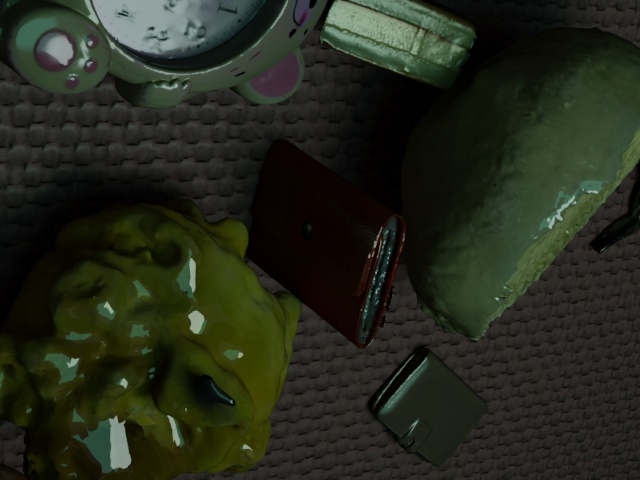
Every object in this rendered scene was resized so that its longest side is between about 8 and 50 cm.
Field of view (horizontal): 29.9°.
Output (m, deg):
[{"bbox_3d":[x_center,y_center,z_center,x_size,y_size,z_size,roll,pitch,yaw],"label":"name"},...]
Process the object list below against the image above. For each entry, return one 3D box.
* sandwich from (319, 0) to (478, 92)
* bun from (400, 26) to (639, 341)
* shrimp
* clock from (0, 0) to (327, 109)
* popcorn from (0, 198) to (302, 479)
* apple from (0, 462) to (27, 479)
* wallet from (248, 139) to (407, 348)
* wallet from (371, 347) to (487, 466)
[{"bbox_3d":[0.057,-0.218,1.194,0.163,0.113,0.079,14,107,-30],"label":"sandwich"},{"bbox_3d":[0.200,-0.078,1.268,0.364,0.202,0.364,-49,169,-13],"label":"bun"},{"bbox_3d":[0.368,-0.075,1.513,0.262,0.051,0.198,8,110,-40],"label":"shrimp"},{"bbox_3d":[-0.120,-0.252,1.041,0.309,0.114,0.284,7,108,-38],"label":"clock"},{"bbox_3d":[-0.158,0.120,1.129,0.297,0.281,0.316,48,71,-24],"label":"popcorn"},{"bbox_3d":[-0.339,0.318,1.171,0.209,0.164,0.209,-10,122,-16],"label":"apple"},{"bbox_3d":[0.000,0.000,1.199,0.045,0.204,0.142,-1,115,-37],"label":"wallet"},{"bbox_3d":[0.137,0.214,1.520,0.118,0.039,0.153,-48,128,-6],"label":"wallet"}]
